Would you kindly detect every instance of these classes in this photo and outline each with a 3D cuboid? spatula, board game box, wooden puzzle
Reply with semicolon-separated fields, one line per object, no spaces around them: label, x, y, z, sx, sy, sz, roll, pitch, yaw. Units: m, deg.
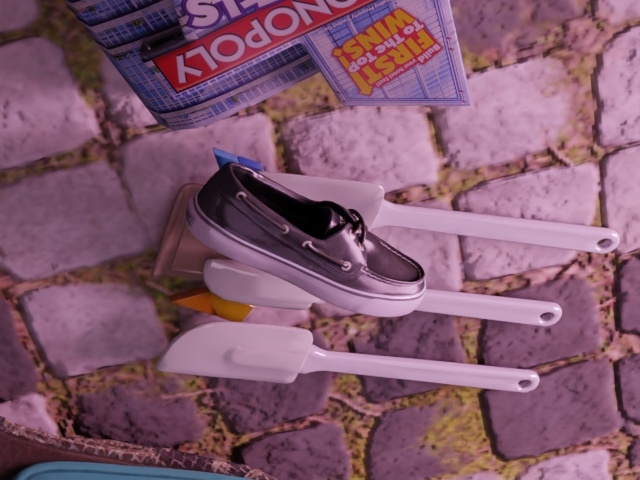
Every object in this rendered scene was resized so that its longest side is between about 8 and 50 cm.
spatula;0.044;0.031;0.956;0.242;0.019;0.168;7;130;-21
board game box;-0.017;-0.121;0.783;0.194;0.060;0.194;-25;131;13
wooden puzzle;-0.052;-0.003;0.920;0.078;0.014;0.116;11;130;-25

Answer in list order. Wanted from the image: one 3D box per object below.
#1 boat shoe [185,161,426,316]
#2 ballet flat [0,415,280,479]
boat shoe;0.000;0.000;0.867;0.142;0.049;0.040;20;125;-26
ballet flat;-0.220;0.169;0.968;0.482;0.164;0.182;20;147;-28
